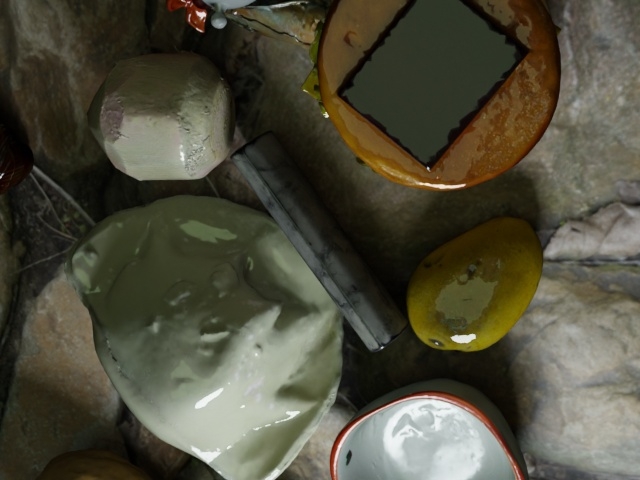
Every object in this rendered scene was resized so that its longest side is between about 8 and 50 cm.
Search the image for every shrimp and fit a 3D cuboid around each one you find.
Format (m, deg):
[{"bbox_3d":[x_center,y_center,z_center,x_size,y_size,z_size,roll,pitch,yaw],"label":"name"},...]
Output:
[{"bbox_3d":[-0.026,-0.303,1.444,0.250,0.052,0.144,10,99,6],"label":"shrimp"}]

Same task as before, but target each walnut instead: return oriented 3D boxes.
[{"bbox_3d":[-0.306,0.420,1.655,0.257,0.257,0.224,39,81,2],"label":"walnut"}]

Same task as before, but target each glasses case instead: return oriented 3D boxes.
[{"bbox_3d":[0.000,0.000,1.483,0.060,0.114,0.299,-36,91,9],"label":"glasses case"}]

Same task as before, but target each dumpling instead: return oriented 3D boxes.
[{"bbox_3d":[-0.133,0.105,1.543,0.315,0.233,0.395,-43,86,-9],"label":"dumpling"}]

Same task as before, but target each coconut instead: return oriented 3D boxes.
[{"bbox_3d":[-0.202,-0.157,1.479,0.182,0.171,0.171,7,108,12],"label":"coconut"}]

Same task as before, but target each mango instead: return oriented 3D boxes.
[{"bbox_3d":[0.189,0.052,1.457,0.137,0.098,0.195,39,109,7],"label":"mango"}]

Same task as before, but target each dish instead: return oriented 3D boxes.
[{"bbox_3d":[0.148,0.287,1.529,0.256,0.117,0.256,5,108,15],"label":"dish"}]

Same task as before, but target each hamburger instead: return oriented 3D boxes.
[{"bbox_3d":[0.132,-0.194,1.321,0.290,0.225,0.291,1,105,4],"label":"hamburger"}]

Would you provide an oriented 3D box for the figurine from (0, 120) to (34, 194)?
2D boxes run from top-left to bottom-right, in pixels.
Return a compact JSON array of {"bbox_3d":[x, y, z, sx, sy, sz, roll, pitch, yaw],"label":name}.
[{"bbox_3d":[-0.525,-0.173,1.562,0.315,0.168,0.187,40,86,4],"label":"figurine"}]

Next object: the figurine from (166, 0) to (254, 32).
[{"bbox_3d":[-0.093,-0.341,1.348,0.160,0.183,0.226,37,100,4],"label":"figurine"}]
